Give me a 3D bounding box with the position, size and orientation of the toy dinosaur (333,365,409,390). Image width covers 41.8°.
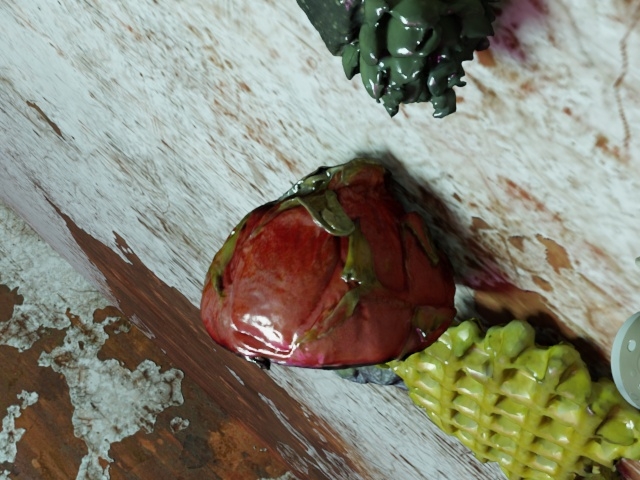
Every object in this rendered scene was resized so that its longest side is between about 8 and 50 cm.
[{"bbox_3d":[0.053,0.115,0.941,0.294,0.077,0.162,18,140,48],"label":"toy dinosaur"}]

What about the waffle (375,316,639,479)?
[{"bbox_3d":[0.185,0.161,0.772,0.291,0.051,0.291,28,153,16],"label":"waffle"}]

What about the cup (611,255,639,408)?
[{"bbox_3d":[0.227,0.066,0.509,0.102,0.074,0.099,51,160,-14],"label":"cup"}]

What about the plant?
[{"bbox_3d":[0.036,-0.135,0.472,0.143,0.092,0.094,49,154,13],"label":"plant"}]

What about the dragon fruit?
[{"bbox_3d":[0.003,0.001,0.709,0.223,0.219,0.148,-78,-15,-71],"label":"dragon fruit"}]
